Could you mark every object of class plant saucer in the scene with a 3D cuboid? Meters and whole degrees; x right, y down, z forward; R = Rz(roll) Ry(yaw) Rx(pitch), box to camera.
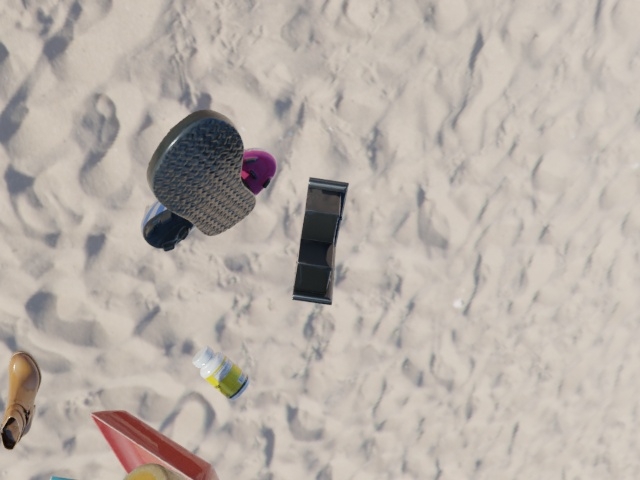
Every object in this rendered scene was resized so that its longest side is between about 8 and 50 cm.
[{"bbox_3d":[-0.246,0.398,1.227,0.047,0.259,0.259,-48,145,-32],"label":"plant saucer"}]

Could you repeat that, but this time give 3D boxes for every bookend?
[{"bbox_3d":[0.000,0.000,1.274,0.073,0.156,0.157,8,130,-2],"label":"bookend"}]

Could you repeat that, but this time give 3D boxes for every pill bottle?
[{"bbox_3d":[-0.206,0.271,1.509,0.065,0.065,0.116,-44,104,5],"label":"pill bottle"}]

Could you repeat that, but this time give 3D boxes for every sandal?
[{"bbox_3d":[-0.218,-0.120,1.286,0.168,0.107,0.445,-33,166,-9],"label":"sandal"}]

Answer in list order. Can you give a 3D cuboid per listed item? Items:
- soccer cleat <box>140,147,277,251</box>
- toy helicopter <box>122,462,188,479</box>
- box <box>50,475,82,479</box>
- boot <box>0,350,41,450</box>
[{"bbox_3d":[-0.244,-0.111,1.532,0.331,0.143,0.116,-32,127,10],"label":"soccer cleat"},{"bbox_3d":[-0.085,0.287,0.487,0.235,0.355,0.140,-45,128,11],"label":"toy helicopter"},{"bbox_3d":[-0.494,0.552,1.421,0.060,0.100,0.244,9,141,-4],"label":"box"},{"bbox_3d":[-0.691,0.366,1.675,0.073,0.152,0.197,-2,104,-7],"label":"boot"}]
